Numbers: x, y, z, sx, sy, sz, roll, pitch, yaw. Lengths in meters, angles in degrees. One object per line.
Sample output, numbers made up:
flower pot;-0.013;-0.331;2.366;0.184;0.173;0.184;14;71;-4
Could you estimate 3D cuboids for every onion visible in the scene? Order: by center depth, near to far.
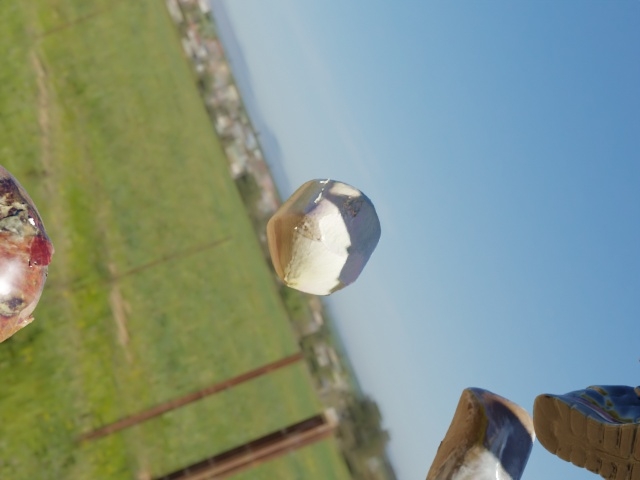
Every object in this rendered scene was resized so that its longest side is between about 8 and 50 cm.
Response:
onion;-0.601;0.024;2.218;0.353;0.353;0.354;158;-90;-90

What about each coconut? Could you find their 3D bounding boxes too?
coconut;0.000;0.000;2.100;0.183;0.171;0.171;-54;135;-40

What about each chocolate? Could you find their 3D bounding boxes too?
chocolate;0.277;0.384;2.354;0.157;0.254;0.080;27;-10;-18

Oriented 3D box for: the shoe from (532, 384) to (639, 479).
shoe;0.438;0.272;1.952;0.291;0.137;0.114;17;-65;47
